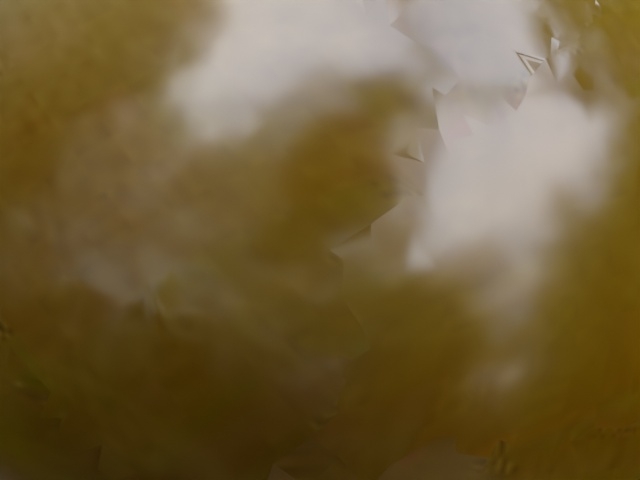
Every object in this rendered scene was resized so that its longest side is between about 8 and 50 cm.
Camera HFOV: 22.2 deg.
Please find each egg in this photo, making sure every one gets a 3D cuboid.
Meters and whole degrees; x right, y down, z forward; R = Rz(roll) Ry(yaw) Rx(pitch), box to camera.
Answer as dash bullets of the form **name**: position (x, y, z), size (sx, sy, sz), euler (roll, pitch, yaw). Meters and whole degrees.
- **egg**: position (0.000, 0.000, 0.511), size (0.282, 0.282, 0.351), euler (43, 36, 24)
